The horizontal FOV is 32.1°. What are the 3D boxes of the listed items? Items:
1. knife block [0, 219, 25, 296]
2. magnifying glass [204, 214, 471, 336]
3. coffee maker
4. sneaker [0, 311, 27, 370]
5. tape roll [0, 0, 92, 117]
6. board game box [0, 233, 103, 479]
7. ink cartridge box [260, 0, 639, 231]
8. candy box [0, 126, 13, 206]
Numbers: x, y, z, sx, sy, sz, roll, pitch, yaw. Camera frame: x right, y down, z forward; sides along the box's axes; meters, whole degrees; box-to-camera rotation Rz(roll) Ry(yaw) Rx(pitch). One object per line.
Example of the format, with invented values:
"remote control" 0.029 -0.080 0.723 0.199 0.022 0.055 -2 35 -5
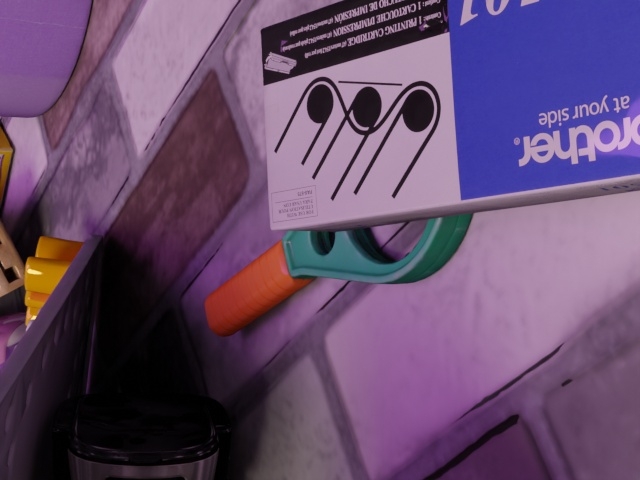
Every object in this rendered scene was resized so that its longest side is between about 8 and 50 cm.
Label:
"knife block" -0.357 0.022 1.042 0.275 0.242 0.088 -23 100 17
"magnifying glass" 0.000 0.000 0.587 0.231 0.026 0.092 -38 61 50
"coffee maker" -0.119 0.185 0.681 0.171 0.120 0.178 12 100 55
"sneaker" -0.307 0.124 0.986 0.236 0.095 0.105 -18 83 59
"tape roll" -0.281 -0.242 0.932 0.274 0.090 0.275 1 91 55
"board game box" -0.205 0.219 0.692 0.390 0.050 0.390 -106 26 -77
"ink cartridge box" 0.059 -0.061 0.455 0.207 0.046 0.097 -7 85 46
"candy box" -0.349 -0.099 1.088 0.206 0.027 0.105 51 128 41
